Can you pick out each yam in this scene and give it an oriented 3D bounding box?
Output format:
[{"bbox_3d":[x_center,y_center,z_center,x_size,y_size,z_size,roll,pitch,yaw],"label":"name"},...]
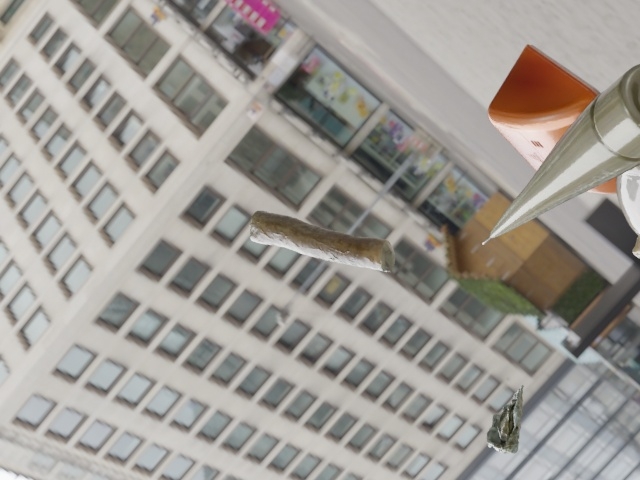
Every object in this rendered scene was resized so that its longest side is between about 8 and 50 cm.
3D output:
[{"bbox_3d":[0.000,0.000,2.034,0.357,0.081,0.081,12,174,27],"label":"yam"}]

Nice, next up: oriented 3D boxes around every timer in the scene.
[{"bbox_3d":[0.461,-0.199,1.642,0.257,0.161,0.250,39,177,-34],"label":"timer"}]

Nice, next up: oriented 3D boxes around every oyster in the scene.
[{"bbox_3d":[0.263,0.246,1.257,0.037,0.100,0.098,30,165,2],"label":"oyster"}]

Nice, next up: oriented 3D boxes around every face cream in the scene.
[{"bbox_3d":[0.291,-0.087,1.047,0.084,0.137,0.341,45,159,3],"label":"face cream"}]

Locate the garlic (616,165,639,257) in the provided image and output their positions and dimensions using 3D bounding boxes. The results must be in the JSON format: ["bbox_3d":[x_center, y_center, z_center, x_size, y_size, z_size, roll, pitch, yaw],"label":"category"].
[{"bbox_3d":[0.540,-0.083,1.303,0.340,0.231,0.246,37,175,-40],"label":"garlic"}]
